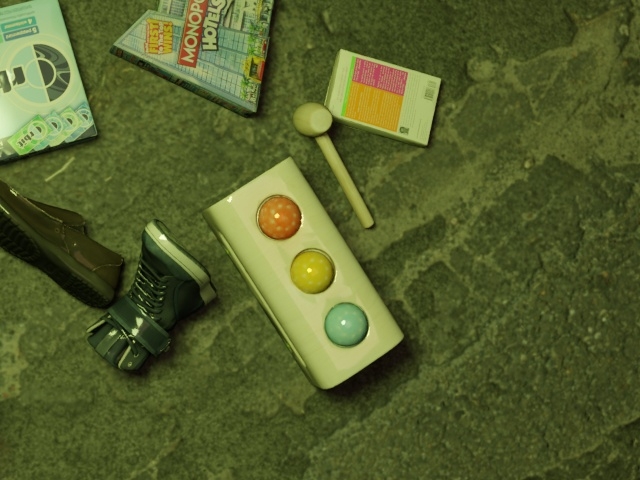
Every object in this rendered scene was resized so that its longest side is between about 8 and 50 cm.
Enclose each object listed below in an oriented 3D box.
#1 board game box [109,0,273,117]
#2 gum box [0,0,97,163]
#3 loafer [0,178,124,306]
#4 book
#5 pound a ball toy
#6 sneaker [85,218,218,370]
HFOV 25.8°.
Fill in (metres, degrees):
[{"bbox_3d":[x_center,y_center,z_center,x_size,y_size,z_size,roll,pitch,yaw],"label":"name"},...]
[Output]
[{"bbox_3d":[-0.164,-0.273,1.787,0.194,0.060,0.194,11,84,-14],"label":"board game box"},{"bbox_3d":[-0.380,-0.196,1.737,0.157,0.041,0.184,-17,90,-14],"label":"gum box"},{"bbox_3d":[-0.335,-0.008,1.727,0.220,0.080,0.078,42,56,-18],"label":"loafer"},{"bbox_3d":[0.083,-0.190,1.859,0.144,0.035,0.096,15,80,-13],"label":"book"},{"bbox_3d":[0.000,0.000,1.770,0.208,0.136,0.319,-33,95,-13],"label":"pound a ball toy"},{"bbox_3d":[-0.213,0.073,1.676,0.163,0.226,0.086,-40,69,-9],"label":"sneaker"}]
